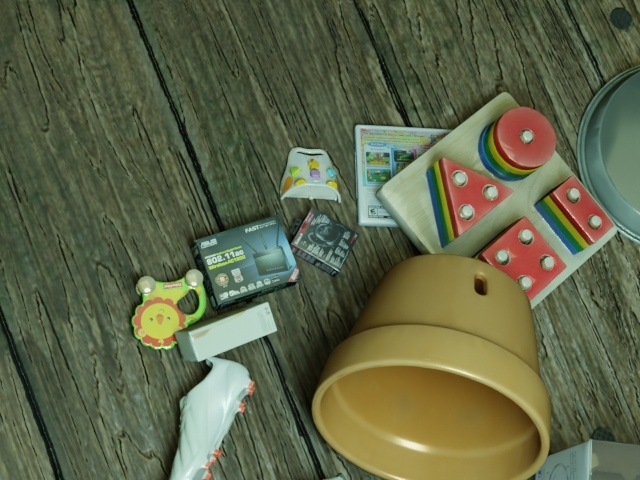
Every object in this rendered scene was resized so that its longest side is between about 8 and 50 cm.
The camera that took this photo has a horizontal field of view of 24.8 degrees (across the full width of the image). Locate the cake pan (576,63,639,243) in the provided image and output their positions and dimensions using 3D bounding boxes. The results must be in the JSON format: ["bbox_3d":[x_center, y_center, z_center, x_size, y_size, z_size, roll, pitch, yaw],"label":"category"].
[{"bbox_3d":[0.513,-0.127,2.063,0.293,0.054,0.293,1,75,-2],"label":"cake pan"}]

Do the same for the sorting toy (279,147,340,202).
[{"bbox_3d":[-0.013,-0.093,1.963,0.083,0.045,0.075,3,54,-13],"label":"sorting toy"}]

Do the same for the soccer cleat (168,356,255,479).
[{"bbox_3d":[-0.152,0.236,1.813,0.076,0.068,0.196,24,66,8],"label":"soccer cleat"}]

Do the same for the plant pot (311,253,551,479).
[{"bbox_3d":[0.151,0.155,1.813,0.291,0.291,0.203,21,52,-7],"label":"plant pot"}]

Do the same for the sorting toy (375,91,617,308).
[{"bbox_3d":[0.255,-0.047,1.967,0.257,0.089,0.255,-38,89,-25],"label":"sorting toy"}]

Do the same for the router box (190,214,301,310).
[{"bbox_3d":[-0.097,0.029,1.900,0.122,0.038,0.092,-18,78,-18],"label":"router box"}]

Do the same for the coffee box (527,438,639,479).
[{"bbox_3d":[0.344,0.330,1.778,0.168,0.297,0.118,8,71,-11],"label":"coffee box"}]

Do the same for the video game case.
[{"bbox_3d":[0.125,-0.087,2.002,0.157,0.019,0.143,2,72,-13],"label":"video game case"}]

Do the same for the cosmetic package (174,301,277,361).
[{"bbox_3d":[-0.120,0.115,1.847,0.115,0.060,0.041,-20,95,-26],"label":"cosmetic package"}]

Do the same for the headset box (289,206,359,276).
[{"bbox_3d":[0.000,0.000,1.936,0.083,0.032,0.062,29,68,-3],"label":"headset box"}]

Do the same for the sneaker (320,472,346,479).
[{"bbox_3d":[-0.032,0.477,1.711,0.182,0.158,0.410,-8,51,5],"label":"sneaker"}]

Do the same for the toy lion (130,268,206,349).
[{"bbox_3d":[-0.194,0.091,1.863,0.100,0.034,0.096,-9,83,-17],"label":"toy lion"}]
